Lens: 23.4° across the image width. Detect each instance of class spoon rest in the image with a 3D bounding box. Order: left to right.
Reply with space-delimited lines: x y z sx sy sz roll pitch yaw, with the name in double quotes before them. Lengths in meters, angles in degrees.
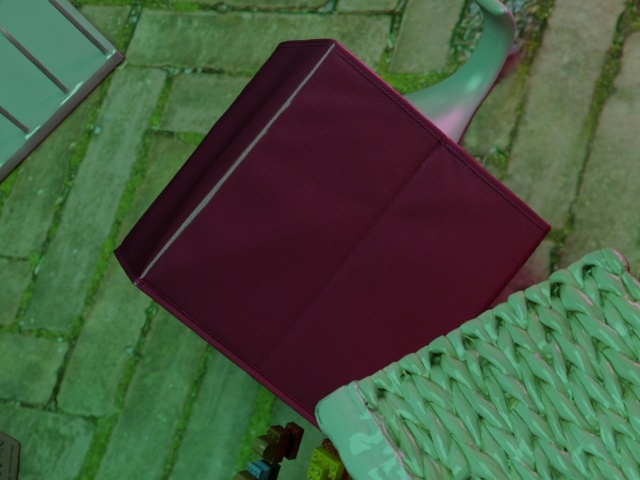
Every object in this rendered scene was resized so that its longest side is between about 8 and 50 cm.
"spoon rest" 0.101 -0.126 1.561 0.276 0.084 0.137 -50 56 12

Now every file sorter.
"file sorter" -0.409 -0.201 1.756 0.277 0.173 0.193 -45 58 -1

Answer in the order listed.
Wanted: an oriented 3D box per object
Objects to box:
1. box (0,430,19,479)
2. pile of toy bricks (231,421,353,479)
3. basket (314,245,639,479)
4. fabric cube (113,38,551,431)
"box" -0.407 0.209 1.506 0.094 0.275 0.113 -8 65 20
"pile of toy bricks" -0.053 0.267 1.375 0.118 0.105 0.212 30 112 36
"basket" 0.216 0.229 1.190 0.266 0.331 0.328 -35 58 4
"fabric cube" 0.000 0.000 1.376 0.258 0.259 0.254 -52 13 -3
